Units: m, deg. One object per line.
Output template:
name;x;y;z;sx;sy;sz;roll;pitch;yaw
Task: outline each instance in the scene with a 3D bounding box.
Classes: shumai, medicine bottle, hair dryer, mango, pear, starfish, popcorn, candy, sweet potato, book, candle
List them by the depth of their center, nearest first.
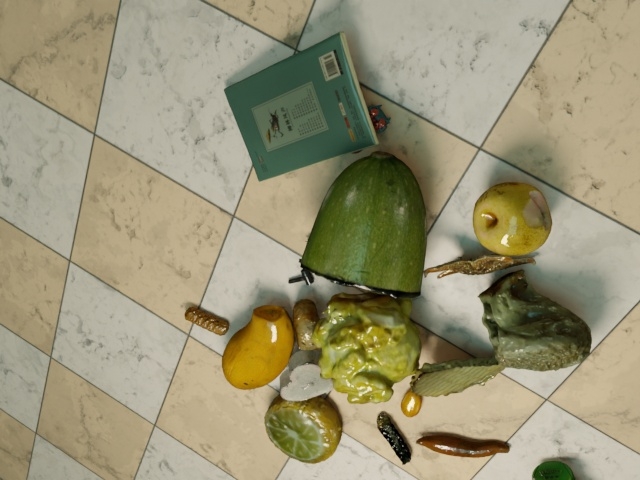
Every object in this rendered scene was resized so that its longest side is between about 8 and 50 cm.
pear;0.433;-0.048;1.160;0.178;0.178;0.178;8;115;18
starfish;0.382;0.057;1.249;0.247;0.138;0.050;-14;77;23
shumai;0.518;0.195;1.252;0.260;0.222;0.225;29;141;-35
book;-0.059;-0.307;1.268;0.379;0.031;0.264;-10;104;36
popcorn;0.120;0.279;1.364;0.312;0.312;0.312;8;115;18
medicine bottle;0.675;0.747;1.428;0.133;0.133;0.274;-18;104;27
hair dryer;-0.061;0.109;1.502;0.083;0.026;0.047;-16;103;34
sweet potato;0.411;0.602;1.514;0.264;0.057;0.057;1;113;16
mango;0.265;0.474;1.517;0.060;0.046;0.089;11;111;17
candle;-0.030;0.406;1.547;0.168;0.068;0.192;13;127;-21
mango;-0.183;0.334;1.571;0.187;0.144;0.359;36;124;-4
candy;-0.055;0.592;1.659;0.259;0.118;0.260;11;120;20

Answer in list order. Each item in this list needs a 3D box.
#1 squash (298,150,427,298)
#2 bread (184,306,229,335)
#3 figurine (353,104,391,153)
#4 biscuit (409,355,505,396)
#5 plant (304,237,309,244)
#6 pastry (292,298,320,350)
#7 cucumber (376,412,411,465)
squash;0.127;-0.053;1.247;0.310;0.310;0.309;15;95;15
bread;-0.366;0.260;1.670;0.157;0.044;0.052;22;113;11
figurine;0.103;-0.263;1.247;0.068;0.075;0.140;49;131;-6
biscuit;0.345;0.363;1.370;0.273;0.036;0.187;1;138;-23
plant;0.000;0.000;1.413;0.102;0.051;0.051;-27;100;33
pastry;-0.039;0.241;1.483;0.081;0.153;0.153;-6;111;2
cucumber;0.227;0.609;1.589;0.053;0.053;0.181;-25;104;28
